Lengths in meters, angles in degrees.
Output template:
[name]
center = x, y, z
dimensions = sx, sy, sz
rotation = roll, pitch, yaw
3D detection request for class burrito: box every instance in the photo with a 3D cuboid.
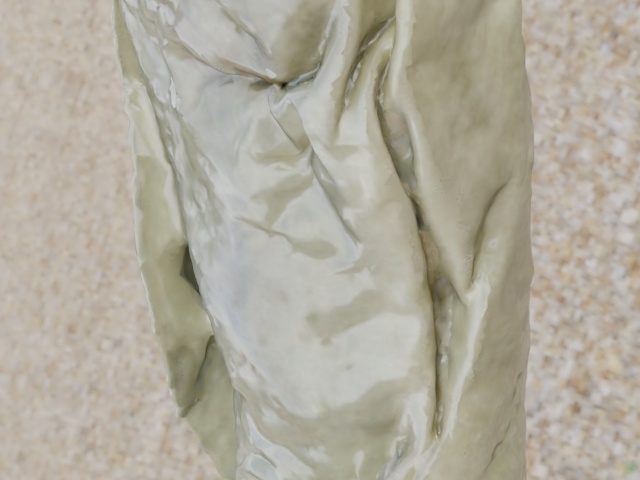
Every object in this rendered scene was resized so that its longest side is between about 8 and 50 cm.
[burrito]
center = 0.000, 0.000, 0.400
dimensions = 0.117, 0.392, 0.076
rotation = 7, 31, 27
